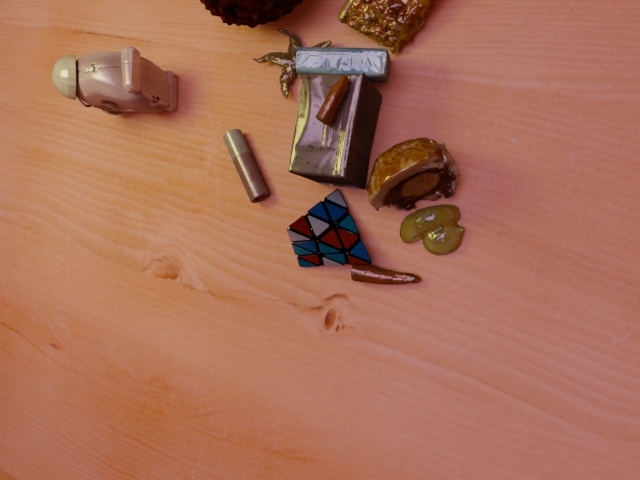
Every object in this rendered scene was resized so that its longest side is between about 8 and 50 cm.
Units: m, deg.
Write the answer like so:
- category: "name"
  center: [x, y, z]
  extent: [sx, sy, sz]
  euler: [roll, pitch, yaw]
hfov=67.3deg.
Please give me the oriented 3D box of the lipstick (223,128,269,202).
- category: "lipstick"
  center: [-0.254, -0.255, 1.640]
  extent: [0.070, 0.070, 0.254]
  euler: [-29, 79, 20]

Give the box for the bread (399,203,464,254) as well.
- category: "bread"
  center: [0.321, -0.024, 1.401]
  extent: [0.188, 0.065, 0.149]
  euler: [-13, 89, 20]

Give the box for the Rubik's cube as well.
- category: "Rubik's cube"
  center: [0.000, 0.000, 1.411]
  extent: [0.250, 0.234, 0.284]
  euler: [39, 105, 36]

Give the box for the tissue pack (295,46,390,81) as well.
- category: "tissue pack"
  center: [0.071, -0.519, 1.428]
  extent: [0.263, 0.177, 0.089]
  euler: [4, 102, 11]

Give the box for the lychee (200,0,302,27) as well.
- category: "lychee"
  center: [-0.191, -0.892, 1.441]
  extent: [0.500, 0.425, 0.424]
  euler: [-44, 73, 30]

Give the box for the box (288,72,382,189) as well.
- category: "box"
  center: [0.048, -0.321, 1.430]
  extent: [0.190, 0.225, 0.297]
  euler: [11, 92, 22]

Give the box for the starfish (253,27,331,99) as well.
- category: "starfish"
  center: [-0.088, -0.585, 1.580]
  extent: [0.277, 0.062, 0.235]
  euler: [-5, 86, 15]

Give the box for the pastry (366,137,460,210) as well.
- category: "pastry"
  center: [0.243, -0.198, 1.353]
  extent: [0.256, 0.237, 0.170]
  euler: [-22, 63, 22]

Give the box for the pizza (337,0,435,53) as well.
- category: "pizza"
  center: [0.214, -0.672, 1.416]
  extent: [0.336, 0.086, 0.226]
  euler: [-7, 104, 23]

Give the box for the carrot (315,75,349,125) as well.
- category: "carrot"
  center: [0.035, -0.382, 1.293]
  extent: [0.048, 0.048, 0.139]
  euler: [30, 97, 20]

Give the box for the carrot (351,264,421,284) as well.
- category: "carrot"
  center: [0.200, 0.107, 1.455]
  extent: [0.210, 0.061, 0.061]
  euler: [7, 92, 19]

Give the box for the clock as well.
- category: "clock"
  center: [-0.721, -0.551, 1.708]
  extent: [0.326, 0.342, 0.184]
  euler: [2, 85, 14]
